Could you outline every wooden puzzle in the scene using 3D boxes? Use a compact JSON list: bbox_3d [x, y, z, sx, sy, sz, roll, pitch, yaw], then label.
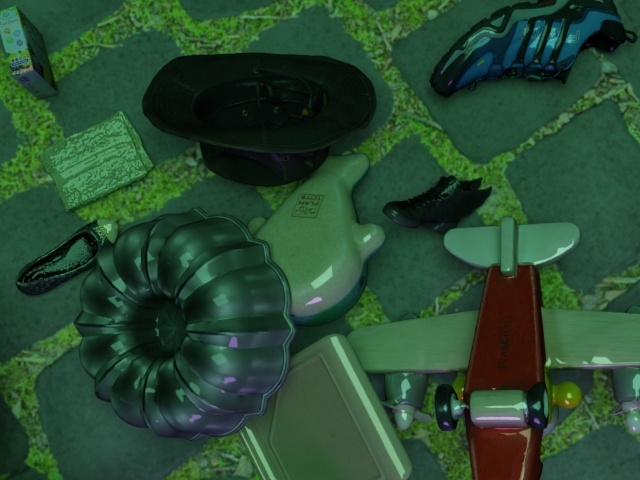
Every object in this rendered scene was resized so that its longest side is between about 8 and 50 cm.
[{"bbox_3d":[-0.003,0.268,1.787,0.238,0.044,0.221,-33,81,35],"label":"wooden puzzle"}]

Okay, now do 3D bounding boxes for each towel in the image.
[{"bbox_3d":[-0.332,-0.116,1.900,0.148,0.027,0.110,-28,83,-3],"label":"towel"}]

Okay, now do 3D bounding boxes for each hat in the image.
[{"bbox_3d":[-0.086,-0.158,1.830,0.331,0.331,0.134,4,125,2],"label":"hat"}]

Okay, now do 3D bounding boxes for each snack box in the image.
[{"bbox_3d":[-0.427,-0.272,1.866,0.037,0.141,0.100,-19,83,0],"label":"snack box"}]

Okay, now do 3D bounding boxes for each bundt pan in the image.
[{"bbox_3d":[-0.205,0.119,1.748,0.330,0.124,0.331,0,91,29],"label":"bundt pan"}]

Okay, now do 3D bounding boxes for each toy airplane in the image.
[{"bbox_3d":[0.267,0.160,1.758,0.384,0.272,0.386,-37,46,-14],"label":"toy airplane"}]

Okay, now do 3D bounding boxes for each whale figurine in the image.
[{"bbox_3d":[0.000,0.000,1.837,0.216,0.141,0.272,2,58,24],"label":"whale figurine"}]

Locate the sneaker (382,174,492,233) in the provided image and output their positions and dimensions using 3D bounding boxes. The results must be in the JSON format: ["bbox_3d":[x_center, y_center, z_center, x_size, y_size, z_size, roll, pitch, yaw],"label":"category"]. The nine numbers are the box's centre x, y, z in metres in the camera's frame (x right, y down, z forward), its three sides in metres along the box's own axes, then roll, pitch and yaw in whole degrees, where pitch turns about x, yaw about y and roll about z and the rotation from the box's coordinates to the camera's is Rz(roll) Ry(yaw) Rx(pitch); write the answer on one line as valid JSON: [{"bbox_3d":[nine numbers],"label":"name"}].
[{"bbox_3d":[0.168,-0.060,1.835,0.051,0.170,0.089,45,115,43],"label":"sneaker"}]

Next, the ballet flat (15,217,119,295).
[{"bbox_3d":[-0.367,0.026,1.870,0.173,0.049,0.057,-36,84,-3],"label":"ballet flat"}]

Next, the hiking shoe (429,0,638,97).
[{"bbox_3d":[0.306,-0.278,1.862,0.304,0.113,0.132,-30,82,-3],"label":"hiking shoe"}]
